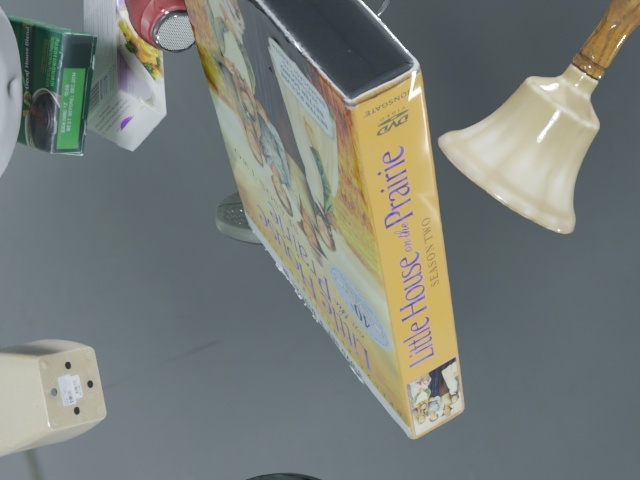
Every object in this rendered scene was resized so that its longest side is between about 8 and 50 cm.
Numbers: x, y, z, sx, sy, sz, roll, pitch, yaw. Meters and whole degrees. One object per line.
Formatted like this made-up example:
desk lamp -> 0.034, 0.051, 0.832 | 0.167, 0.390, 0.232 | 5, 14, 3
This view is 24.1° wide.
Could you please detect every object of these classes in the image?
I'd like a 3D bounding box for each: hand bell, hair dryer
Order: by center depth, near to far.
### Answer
hand bell -> 0.206, -0.138, 1.124 | 0.126, 0.126, 0.242 | 26, 108, -24
hair dryer -> -0.097, -0.255, 1.538 | 0.293, 0.080, 0.223 | 29, 43, 16

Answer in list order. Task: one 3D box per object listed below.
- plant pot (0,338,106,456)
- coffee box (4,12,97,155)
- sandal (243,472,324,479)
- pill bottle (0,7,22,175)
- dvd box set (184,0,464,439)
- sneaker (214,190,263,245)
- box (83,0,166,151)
plant pot -> -0.277, 0.153, 1.502 | 0.109, 0.096, 0.109 | -8, 86, -49
coffee box -> -0.277, -0.148, 1.379 | 0.040, 0.184, 0.113 | -2, 106, -43
sandal -> 0.022, 0.305, 1.187 | 0.107, 0.445, 0.168 | 13, 96, -44
pill bottle -> -0.392, -0.120, 1.168 | 0.283, 0.161, 0.161 | 5, 73, 14
dvd box set -> -0.004, -0.065, 1.202 | 0.062, 0.420, 0.307 | -29, 53, -12
sneaker -> 0.000, 0.000, 1.632 | 0.227, 0.130, 0.087 | -3, 46, -4
box -> -0.214, -0.234, 1.619 | 0.063, 0.067, 0.324 | 27, 36, -32
